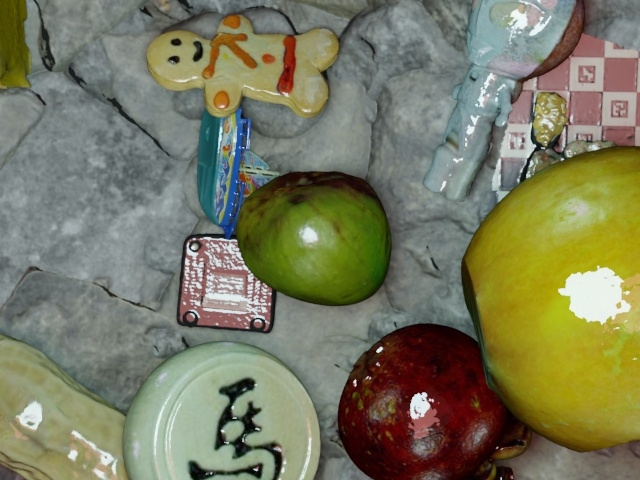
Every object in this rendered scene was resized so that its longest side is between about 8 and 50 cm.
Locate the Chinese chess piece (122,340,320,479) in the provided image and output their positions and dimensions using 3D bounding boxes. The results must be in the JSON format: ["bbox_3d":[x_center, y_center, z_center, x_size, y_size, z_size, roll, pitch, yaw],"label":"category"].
[{"bbox_3d":[-0.119,0.249,1.766,0.250,0.101,0.250,3,83,-27],"label":"Chinese chess piece"}]

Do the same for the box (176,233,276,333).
[{"bbox_3d":[-0.118,0.055,1.836,0.126,0.027,0.125,5,95,2],"label":"box"}]

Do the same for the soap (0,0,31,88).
[{"bbox_3d":[-0.534,-0.332,1.766,0.335,0.156,0.293,2,99,4],"label":"soap"}]

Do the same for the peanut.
[{"bbox_3d":[-0.338,0.241,1.807,0.313,0.152,0.152,38,96,-3],"label":"peanut"}]

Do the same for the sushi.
[{"bbox_3d":[0.319,-0.116,1.789,0.192,0.043,0.279,17,96,2],"label":"sushi"}]

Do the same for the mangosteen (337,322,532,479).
[{"bbox_3d":[0.149,0.222,1.753,0.257,0.215,0.215,36,96,-18],"label":"mangosteen"}]

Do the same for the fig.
[{"bbox_3d":[0.000,0.000,1.757,0.181,0.181,0.191,-41,113,6],"label":"fig"}]

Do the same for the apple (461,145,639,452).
[{"bbox_3d":[0.340,0.082,1.639,0.374,0.384,0.374,-8,51,9],"label":"apple"}]

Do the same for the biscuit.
[{"bbox_3d":[-0.099,-0.217,1.770,0.234,0.030,0.153,8,56,2],"label":"biscuit"}]

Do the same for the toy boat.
[{"bbox_3d":[-0.098,-0.086,1.803,0.110,0.091,0.175,3,99,-25],"label":"toy boat"}]

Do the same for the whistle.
[{"bbox_3d":[0.222,-0.211,1.745,0.142,0.134,0.346,33,108,32],"label":"whistle"}]
